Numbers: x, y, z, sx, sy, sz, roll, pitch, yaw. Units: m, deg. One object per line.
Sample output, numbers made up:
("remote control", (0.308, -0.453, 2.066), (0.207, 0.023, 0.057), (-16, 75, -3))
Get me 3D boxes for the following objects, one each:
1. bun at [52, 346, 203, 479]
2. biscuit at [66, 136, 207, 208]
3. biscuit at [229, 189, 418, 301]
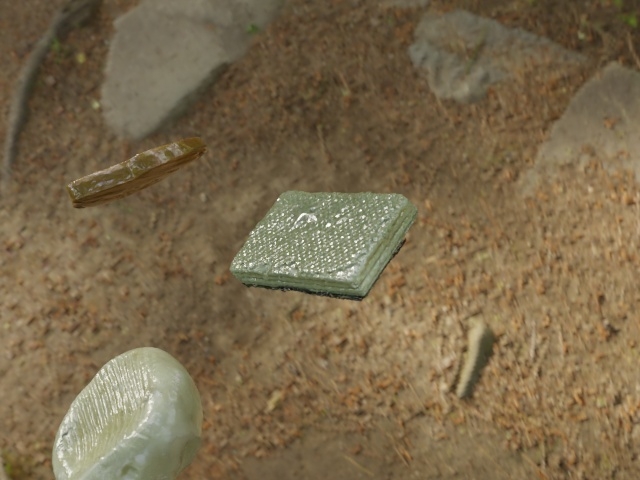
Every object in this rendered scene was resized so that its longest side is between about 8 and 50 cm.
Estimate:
("bun", (-0.235, 0.252, 1.492), (0.231, 0.133, 0.231), (-29, 35, 23))
("biscuit", (-0.171, -0.053, 1.019), (0.140, 0.118, 0.023), (-21, 91, 45))
("biscuit", (0.000, 0.000, 1.199), (0.199, 0.040, 0.121), (3, 50, 49))
